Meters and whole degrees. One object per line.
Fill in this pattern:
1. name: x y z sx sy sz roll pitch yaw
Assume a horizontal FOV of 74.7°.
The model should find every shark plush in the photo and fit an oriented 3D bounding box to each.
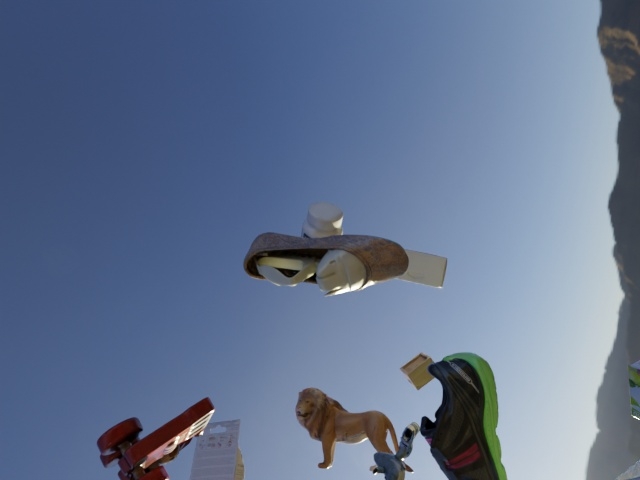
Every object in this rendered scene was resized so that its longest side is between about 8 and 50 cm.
1. shark plush: 0.137 0.483 0.860 0.161 0.067 0.073 -24 -56 -77

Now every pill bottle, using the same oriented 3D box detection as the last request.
1. pill bottle: 0.000 0.000 1.680 0.161 0.161 0.283 -32 -36 -43

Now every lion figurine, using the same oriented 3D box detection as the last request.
1. lion figurine: 0.101 0.610 1.359 0.142 0.392 0.240 57 -146 -61

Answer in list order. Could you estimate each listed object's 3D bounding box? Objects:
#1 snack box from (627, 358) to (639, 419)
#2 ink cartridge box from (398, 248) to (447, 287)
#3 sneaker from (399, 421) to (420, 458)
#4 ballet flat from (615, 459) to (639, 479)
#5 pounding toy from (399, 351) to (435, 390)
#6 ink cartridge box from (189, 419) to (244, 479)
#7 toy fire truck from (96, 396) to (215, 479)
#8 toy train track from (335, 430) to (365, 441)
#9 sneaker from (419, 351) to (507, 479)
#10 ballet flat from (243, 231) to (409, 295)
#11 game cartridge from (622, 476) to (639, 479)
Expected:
1. snack box: 0.572 0.262 0.662 0.037 0.141 0.100 -17 -78 -18
2. ink cartridge box: 0.383 0.103 1.662 0.283 0.207 0.117 11 -89 -78
3. sneaker: 0.331 0.770 1.615 0.059 0.053 0.144 16 -87 -53
4. ballet flat: 0.804 0.693 1.070 0.139 0.139 0.400 46 -110 -42
5. pounding toy: 0.389 0.498 1.596 0.130 0.141 0.100 -34 -92 -7
6. ink cartridge box: -0.338 0.733 1.396 0.066 0.189 0.232 51 -149 -43
7. toy fire truck: -0.398 0.524 1.062 0.254 0.169 0.302 -23 -26 -37
8. toy train track: 0.075 0.488 1.052 0.083 0.048 0.014 -2 -102 -25
9. sneaker: 0.368 0.547 1.110 0.185 0.202 0.483 61 -153 -72
10. ballet flat: -0.005 0.049 0.751 0.106 0.316 0.108 -49 -48 -49
11. game cartridge: 0.621 0.559 0.786 0.060 0.294 0.196 55 -161 -53
